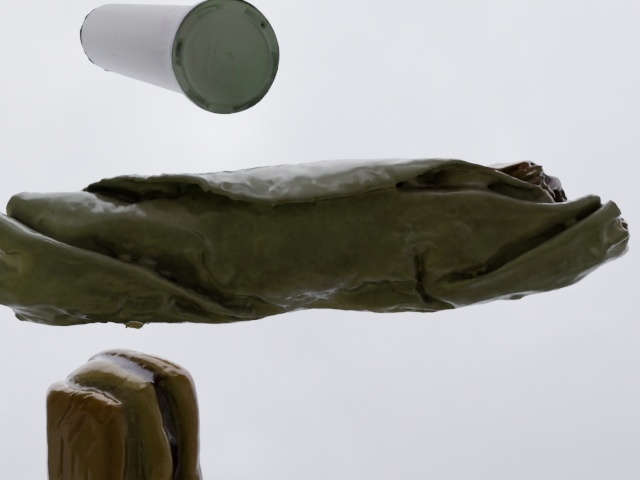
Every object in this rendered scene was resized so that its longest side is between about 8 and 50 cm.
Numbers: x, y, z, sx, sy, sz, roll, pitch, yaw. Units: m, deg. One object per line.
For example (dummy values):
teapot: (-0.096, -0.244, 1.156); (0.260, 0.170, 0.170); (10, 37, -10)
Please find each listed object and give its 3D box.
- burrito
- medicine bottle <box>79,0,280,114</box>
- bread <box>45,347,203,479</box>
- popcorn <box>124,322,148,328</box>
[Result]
burrito: (0.000, 0.000, 0.500); (0.392, 0.076, 0.117); (-4, -38, -4)
medicine bottle: (-0.186, -0.223, 0.945); (0.108, 0.426, 0.108); (-9, -71, -27)
bread: (-0.141, 0.179, 0.590); (0.116, 0.077, 0.200); (5, -81, 45)
popcorn: (-0.245, 0.076, 1.131); (0.084, 0.084, 0.084); (8, -58, 13)
